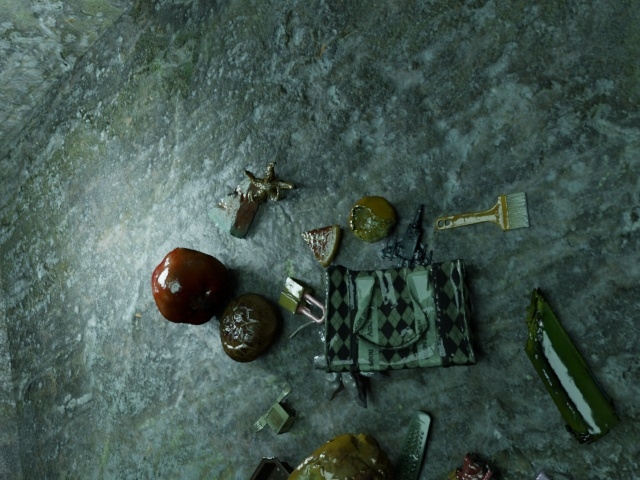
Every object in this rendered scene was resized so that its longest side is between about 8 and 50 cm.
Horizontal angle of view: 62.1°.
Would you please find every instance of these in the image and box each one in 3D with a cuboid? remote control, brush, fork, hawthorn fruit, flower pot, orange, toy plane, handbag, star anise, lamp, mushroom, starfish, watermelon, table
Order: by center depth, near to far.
[{"bbox_3d":[0.371,0.691,1.416,0.118,0.118,0.253,35,96,33],"label":"lamp"},{"bbox_3d":[0.213,0.205,1.497,0.415,0.180,0.317,-7,79,12],"label":"handbag"},{"bbox_3d":[0.458,-0.067,1.536,0.272,0.013,0.103,-10,77,33],"label":"brush"},{"bbox_3d":[0.273,0.602,1.541,0.072,0.042,0.222,18,94,35],"label":"remote control"},{"bbox_3d":[0.278,0.000,1.608,0.169,0.078,0.247,15,88,8],"label":"toy plane"},{"bbox_3d":[0.063,0.370,1.658,0.359,0.139,0.316,-27,60,24],"label":"star anise"},{"bbox_3d":[0.158,-0.067,1.668,0.156,0.134,0.157,-17,65,42],"label":"orange"},{"bbox_3d":[-0.112,0.833,1.740,0.251,0.084,0.179,38,103,31],"label":"flower pot"},{"bbox_3d":[-0.048,0.211,1.781,0.233,0.047,0.103,27,100,48],"label":"brush"},{"bbox_3d":[-0.130,0.595,1.799,0.079,0.062,0.083,39,105,32],"label":"table"},{"bbox_3d":[-0.169,0.587,1.856,0.219,0.028,0.034,-52,51,12],"label":"fork"},{"bbox_3d":[-0.259,0.307,1.884,0.253,0.153,0.253,-15,66,37],"label":"mushroom"},{"bbox_3d":[-0.183,-0.211,1.939,0.189,0.074,0.147,-2,96,11],"label":"starfish"},{"bbox_3d":[-0.498,0.172,1.994,0.311,0.295,0.295,13,90,35],"label":"hawthorn fruit"},{"bbox_3d":[-0.306,-0.133,2.026,0.154,0.094,0.241,40,102,25],"label":"watermelon"}]

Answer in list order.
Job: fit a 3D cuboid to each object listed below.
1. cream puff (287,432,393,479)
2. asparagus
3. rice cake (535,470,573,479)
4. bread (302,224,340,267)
[{"bbox_3d":[0.057,0.711,1.500,0.342,0.327,0.231,-32,63,-19],"label":"cream puff"},{"bbox_3d":[0.596,0.307,1.332,0.128,0.108,0.382,-36,63,26],"label":"asparagus"},{"bbox_3d":[0.503,0.748,1.350,0.070,0.064,0.399,36,103,43],"label":"rice cake"},{"bbox_3d":[0.021,-0.006,1.796,0.136,0.054,0.154,-47,66,21],"label":"bread"}]
